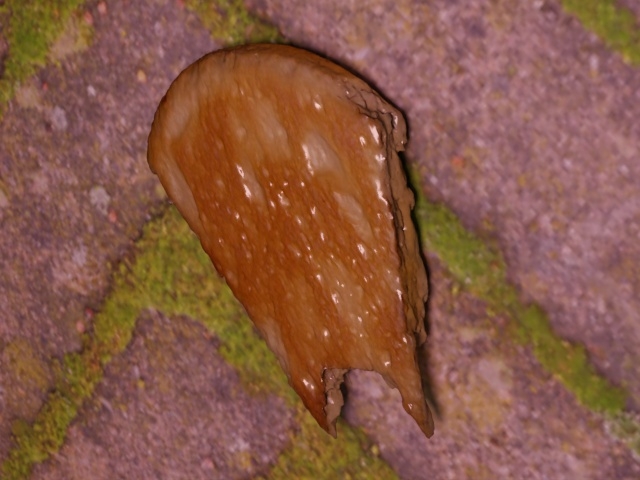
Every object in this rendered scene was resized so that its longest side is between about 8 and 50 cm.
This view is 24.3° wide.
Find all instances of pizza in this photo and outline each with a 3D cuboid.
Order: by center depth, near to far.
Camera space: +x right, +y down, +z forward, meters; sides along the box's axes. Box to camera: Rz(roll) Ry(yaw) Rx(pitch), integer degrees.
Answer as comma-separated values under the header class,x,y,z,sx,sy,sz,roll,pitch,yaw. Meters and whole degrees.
class,x,y,z,sx,sy,sz,roll,pitch,yaw
pizza,0.000,0.000,0.873,0.181,0.034,0.262,-30,88,42
